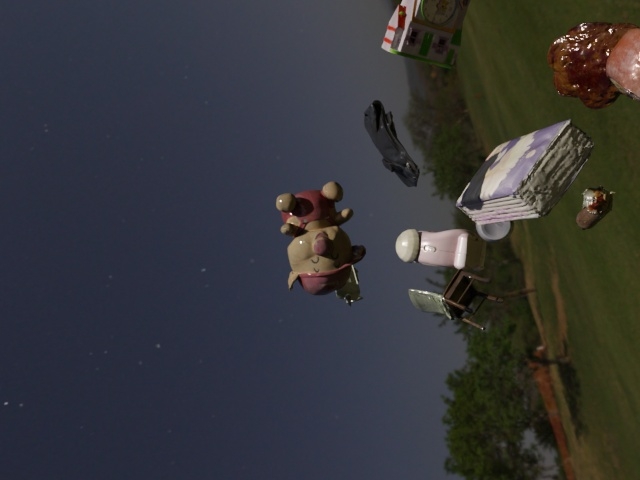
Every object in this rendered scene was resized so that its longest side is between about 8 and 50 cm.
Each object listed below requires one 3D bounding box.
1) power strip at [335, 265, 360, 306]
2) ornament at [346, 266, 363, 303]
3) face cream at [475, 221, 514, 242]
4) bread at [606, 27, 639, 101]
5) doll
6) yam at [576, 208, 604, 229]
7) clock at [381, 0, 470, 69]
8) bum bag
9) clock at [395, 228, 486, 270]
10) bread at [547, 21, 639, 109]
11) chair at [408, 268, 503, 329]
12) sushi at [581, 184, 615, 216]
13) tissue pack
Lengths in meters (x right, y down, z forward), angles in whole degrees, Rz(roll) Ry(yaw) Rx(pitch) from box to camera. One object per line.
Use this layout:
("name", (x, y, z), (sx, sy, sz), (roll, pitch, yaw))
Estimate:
("power strip", (0.055, 0.076, 1.509), (0.060, 0.027, 0.253), (11, -144, -20))
("ornament", (0.096, 0.133, 1.978), (0.075, 0.081, 0.156), (126, 127, -77))
("face cream", (0.546, -0.050, 1.813), (0.104, 0.117, 0.117), (-10, -98, -73))
("bread", (0.688, -0.348, 1.207), (0.190, 0.123, 0.244), (28, -156, -7))
("doll", (-0.001, 0.000, 1.372), (0.152, 0.196, 0.256), (2, -107, -68))
("yam", (1.021, -0.103, 2.168), (0.127, 0.084, 0.084), (98, 165, -61))
("clock", (0.362, -0.745, 1.886), (0.166, 0.235, 0.310), (-115, 37, -61))
("bum bag", (0.186, -0.248, 1.538), (0.249, 0.059, 0.123), (65, 165, 14))
("clock", (0.520, 0.038, 2.510), (0.342, 0.325, 0.184), (17, -101, -57))
("bread", (0.738, -0.472, 1.552), (0.135, 0.246, 0.232), (-35, -57, -41))
("chair", (0.533, 0.223, 2.307), (0.186, 0.319, 0.160), (-52, -55, -17))
("sushi", (0.963, -0.140, 2.008), (0.103, 0.097, 0.226), (36, -159, 26))
("tissue pack", (0.523, -0.168, 1.533), (0.125, 0.242, 0.343), (39, 172, -9))
